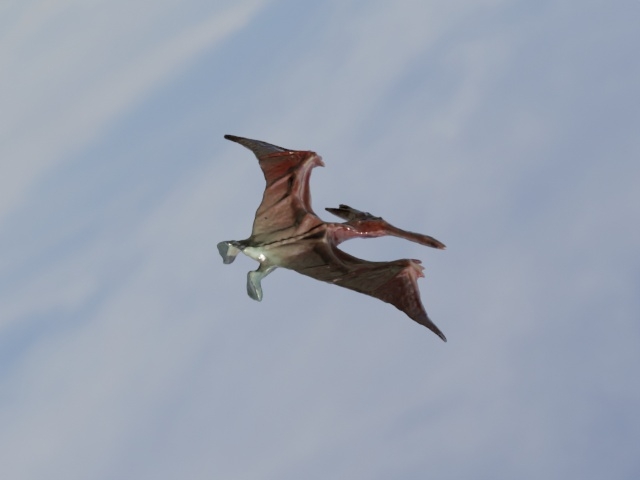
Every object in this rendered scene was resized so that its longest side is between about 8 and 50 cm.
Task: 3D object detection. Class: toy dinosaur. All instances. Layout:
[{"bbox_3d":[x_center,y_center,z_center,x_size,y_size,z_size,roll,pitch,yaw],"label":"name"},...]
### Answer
[{"bbox_3d":[0.000,-0.001,1.126,0.108,0.032,0.220,-21,-131,-27],"label":"toy dinosaur"}]
